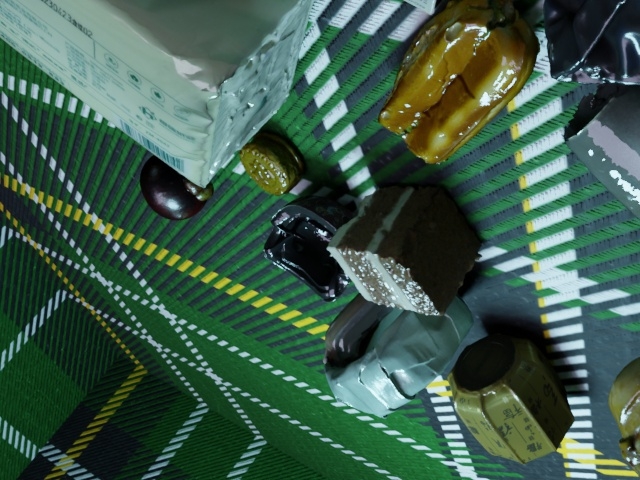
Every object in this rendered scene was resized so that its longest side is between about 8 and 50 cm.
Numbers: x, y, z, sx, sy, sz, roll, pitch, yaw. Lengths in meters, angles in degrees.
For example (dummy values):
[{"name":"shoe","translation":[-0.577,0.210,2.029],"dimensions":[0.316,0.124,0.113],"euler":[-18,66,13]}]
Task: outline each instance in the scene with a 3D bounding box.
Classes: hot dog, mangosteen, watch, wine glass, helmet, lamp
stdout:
[{"name":"hot dog","translation":[0.131,-0.160,0.864],"dimensions":[0.115,0.072,0.269],"euler":[39,159,-4]},{"name":"mangosteen","translation":[-0.243,-0.100,1.478],"dimensions":[0.140,0.140,0.140],"euler":[31,156,15]},{"name":"watch","translation":[0.115,0.159,1.260],"dimensions":[0.161,0.253,0.241],"euler":[40,-165,-7]},{"name":"wine glass","translation":[0.315,-0.060,0.734],"dimensions":[0.204,0.111,0.111],"euler":[38,157,-3]},{"name":"helmet","translation":[0.006,-0.004,1.305],"dimensions":[0.153,0.107,0.177],"euler":[37,138,8]},{"name":"lamp","translation":[0.289,0.240,1.288],"dimensions":[0.161,0.161,0.185],"euler":[4,141,53]}]

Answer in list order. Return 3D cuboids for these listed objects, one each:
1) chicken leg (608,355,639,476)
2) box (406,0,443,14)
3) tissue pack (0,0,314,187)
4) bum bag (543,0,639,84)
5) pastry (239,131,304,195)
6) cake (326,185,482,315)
[{"name":"chicken leg","translation":[0.508,0.267,1.037],"dimensions":[0.295,0.182,0.409],"euler":[7,149,24]},{"name":"box","translation":[0.069,-0.311,0.722],"dimensions":[0.129,0.033,0.247],"euler":[34,157,12]},{"name":"tissue pack","translation":[-0.215,-0.276,0.977],"dimensions":[0.380,0.207,0.297],"euler":[38,159,1]},{"name":"bum bag","translation":[0.301,-0.165,0.604],"dimensions":[0.310,0.074,0.137],"euler":[15,125,34]},{"name":"pastry","translation":[-0.072,-0.116,1.270],"dimensions":[0.097,0.057,0.109],"euler":[44,155,-1]},{"name":"cake","translation":[0.111,0.013,1.136],"dimensions":[0.147,0.135,0.134],"euler":[-2,135,50]}]
